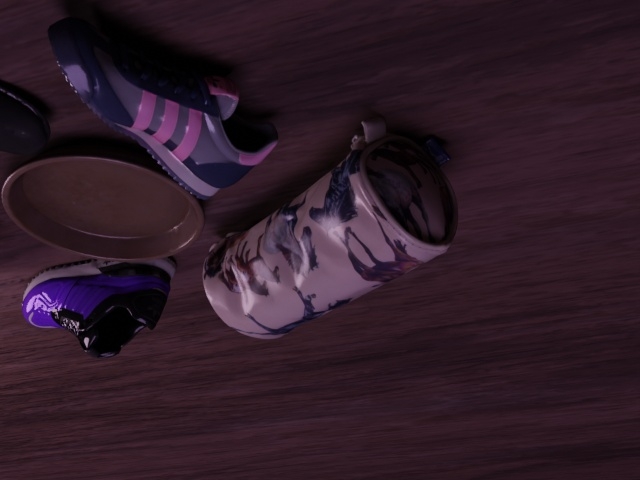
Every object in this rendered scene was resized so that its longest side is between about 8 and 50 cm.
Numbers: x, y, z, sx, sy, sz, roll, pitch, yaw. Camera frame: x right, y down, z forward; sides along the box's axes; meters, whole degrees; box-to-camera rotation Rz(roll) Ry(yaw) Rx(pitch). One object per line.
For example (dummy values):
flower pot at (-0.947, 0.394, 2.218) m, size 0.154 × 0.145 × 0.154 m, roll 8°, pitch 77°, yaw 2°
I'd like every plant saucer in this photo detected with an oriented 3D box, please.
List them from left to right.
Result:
plant saucer at (-0.296, -0.052, 1.574) m, size 0.278 × 0.041 × 0.278 m, roll 2°, pitch 151°, yaw 1°

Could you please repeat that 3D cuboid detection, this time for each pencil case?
pencil case at (0.000, 0.000, 1.520) m, size 0.160 × 0.183 × 0.410 m, roll -9°, pitch 165°, yaw -42°

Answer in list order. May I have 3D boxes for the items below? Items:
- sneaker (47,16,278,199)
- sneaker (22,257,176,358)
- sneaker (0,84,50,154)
sneaker at (-0.172, -0.172, 1.313) m, size 0.131 × 0.112 × 0.319 m, roll -29°, pitch 143°, yaw 18°
sneaker at (-0.359, 0.115, 1.765) m, size 0.293 × 0.146 × 0.102 m, roll -17°, pitch 145°, yaw 30°
sneaker at (-0.492, -0.132, 1.355) m, size 0.331 × 0.146 × 0.122 m, roll 14°, pitch 147°, yaw -21°
